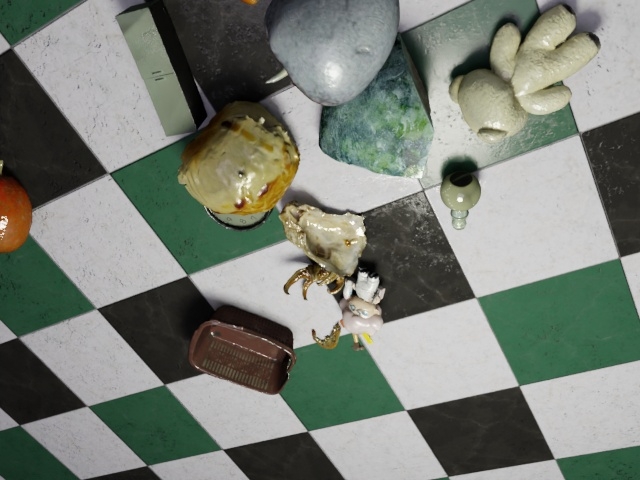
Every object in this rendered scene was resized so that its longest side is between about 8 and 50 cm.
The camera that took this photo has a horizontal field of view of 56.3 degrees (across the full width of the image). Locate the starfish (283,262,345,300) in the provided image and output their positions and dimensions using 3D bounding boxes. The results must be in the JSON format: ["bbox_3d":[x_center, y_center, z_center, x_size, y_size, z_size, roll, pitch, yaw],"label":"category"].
[{"bbox_3d":[-0.019,0.100,1.525,0.146,0.074,0.190,-9,164,10],"label":"starfish"}]

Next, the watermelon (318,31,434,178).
[{"bbox_3d":[0.138,-0.280,1.253,0.319,0.213,0.290,14,98,48],"label":"watermelon"}]

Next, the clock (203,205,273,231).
[{"bbox_3d":[-0.205,-0.103,1.477,0.184,0.040,0.185,5,126,7],"label":"clock"}]

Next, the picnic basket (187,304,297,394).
[{"bbox_3d":[-0.214,0.298,1.709,0.296,0.129,0.222,21,125,-5],"label":"picnic basket"}]

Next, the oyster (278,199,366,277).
[{"bbox_3d":[-0.002,-0.016,1.465,0.232,0.162,0.107,31,160,-14],"label":"oyster"}]

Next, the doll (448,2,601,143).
[{"bbox_3d":[0.404,-0.319,1.175,0.278,0.175,0.149,-40,148,22],"label":"doll"}]

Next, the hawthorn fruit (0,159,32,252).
[{"bbox_3d":[-0.837,-0.090,1.533,0.199,0.199,0.251,23,112,-6],"label":"hawthorn fruit"}]

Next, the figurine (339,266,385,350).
[{"bbox_3d":[0.111,0.174,1.576,0.137,0.112,0.229,23,122,24],"label":"figurine"}]

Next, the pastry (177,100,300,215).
[{"bbox_3d":[-0.165,-0.158,1.318,0.256,0.170,0.237,-47,114,1],"label":"pastry"}]

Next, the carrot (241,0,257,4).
[{"bbox_3d":[-0.209,-0.518,1.192,0.190,0.037,0.037,22,126,0],"label":"carrot"}]

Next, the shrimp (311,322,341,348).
[{"bbox_3d":[0.016,0.268,1.710,0.083,0.023,0.114,22,130,-1],"label":"shrimp"}]

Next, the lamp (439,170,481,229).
[{"bbox_3d":[0.319,-0.083,1.373,0.091,0.091,0.163,1,141,10],"label":"lamp"}]

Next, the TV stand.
[{"bbox_3d":[-0.335,-0.367,1.287,0.082,0.088,0.270,-8,124,16],"label":"TV stand"}]

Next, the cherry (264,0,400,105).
[{"bbox_3d":[0.015,-0.386,1.110,0.296,0.255,0.218,-42,134,19],"label":"cherry"}]
